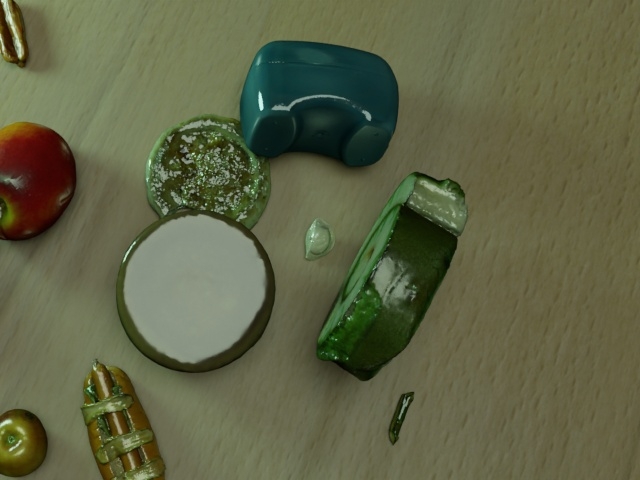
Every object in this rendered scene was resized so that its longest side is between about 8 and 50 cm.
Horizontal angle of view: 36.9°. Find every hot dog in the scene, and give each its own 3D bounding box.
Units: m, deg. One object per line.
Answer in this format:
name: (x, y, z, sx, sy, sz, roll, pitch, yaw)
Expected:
hot dog: (-0.585, -0.394, 1.807, 0.062, 0.038, 0.144, -16, 84, -16)
hot dog: (-0.352, 0.336, 1.683, 0.109, 0.072, 0.269, -19, 84, -16)

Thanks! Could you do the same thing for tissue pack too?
tissue pack: (-0.004, -0.268, 1.804, 0.288, 0.198, 0.206, 3, 63, -12)

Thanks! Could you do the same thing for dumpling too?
dumpling: (0.001, -0.001, 1.834, 0.059, 0.043, 0.077, 15, 72, -30)

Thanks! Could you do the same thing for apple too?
apple: (-0.515, 0.345, 1.633, 0.099, 0.102, 0.114, 10, 76, -7)

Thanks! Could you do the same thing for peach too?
peach: (-0.531, -0.107, 1.713, 0.190, 0.226, 0.196, -14, 119, 18)

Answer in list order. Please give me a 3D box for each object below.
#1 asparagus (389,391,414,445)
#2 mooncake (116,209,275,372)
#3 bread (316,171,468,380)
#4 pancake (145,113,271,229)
asparagus: (0.150, 0.331, 1.800, 0.021, 0.025, 0.108, 26, 75, -14)
mooncake: (-0.223, 0.092, 1.708, 0.285, 0.155, 0.284, 1, 86, -12)
bread: (0.132, 0.059, 1.674, 0.129, 0.366, 0.382, 29, 96, -3)
pancake: (-0.209, -0.123, 1.821, 0.254, 0.037, 0.253, 2, 81, -9)
